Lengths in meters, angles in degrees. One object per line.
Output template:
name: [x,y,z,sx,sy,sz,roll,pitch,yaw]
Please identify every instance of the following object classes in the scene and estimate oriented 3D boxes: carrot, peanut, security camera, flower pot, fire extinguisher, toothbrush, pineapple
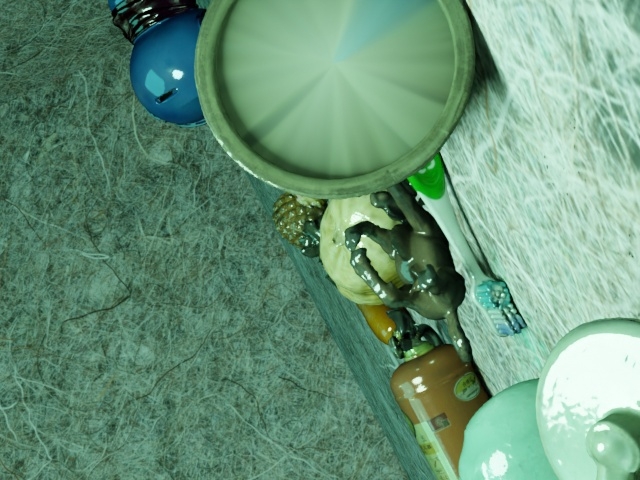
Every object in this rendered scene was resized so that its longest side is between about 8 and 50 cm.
carrot: [0.097,0.108,1.763,0.225,0.067,0.067,-122,8,-58]
peanut: [0.064,0.012,1.344,0.129,0.129,0.224,60,175,28]
security camera: [0.196,0.201,0.711,0.157,0.080,0.302,17,113,45]
flower pot: [0.015,-0.127,0.882,0.212,0.212,0.202,63,-179,6]
fire extinguisher: [0.181,0.254,1.424,0.376,0.113,0.200,63,174,2]
toothbrush: [0.094,-0.088,1.053,0.418,0.042,0.040,62,164,-3]
pineapple: [0.000,0.000,1.977,0.237,0.119,0.111,52,123,45]

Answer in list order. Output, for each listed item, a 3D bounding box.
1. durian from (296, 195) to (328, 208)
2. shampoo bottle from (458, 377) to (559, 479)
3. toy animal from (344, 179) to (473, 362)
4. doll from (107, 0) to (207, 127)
durian: [-0.070,-0.199,1.715,0.341,0.112,0.191,46,154,44]
shampoo bottle: [0.238,0.279,0.872,0.350,0.151,0.222,62,167,11]
toy animal: [0.104,0.012,1.099,0.148,0.084,0.233,17,-140,-43]
doll: [-0.273,-0.374,2.047,0.310,0.284,0.240,60,-143,-7]
